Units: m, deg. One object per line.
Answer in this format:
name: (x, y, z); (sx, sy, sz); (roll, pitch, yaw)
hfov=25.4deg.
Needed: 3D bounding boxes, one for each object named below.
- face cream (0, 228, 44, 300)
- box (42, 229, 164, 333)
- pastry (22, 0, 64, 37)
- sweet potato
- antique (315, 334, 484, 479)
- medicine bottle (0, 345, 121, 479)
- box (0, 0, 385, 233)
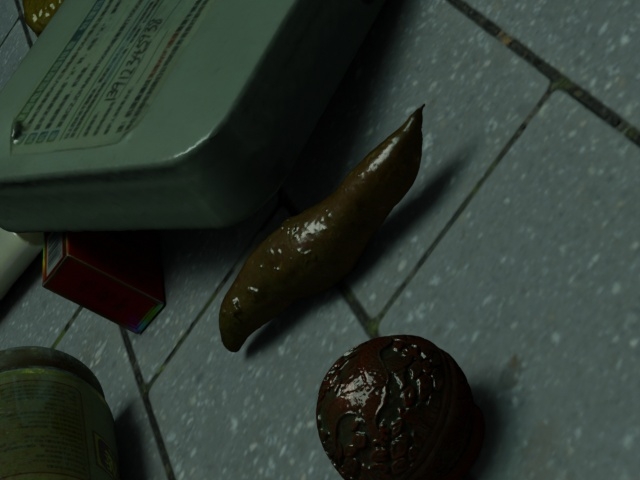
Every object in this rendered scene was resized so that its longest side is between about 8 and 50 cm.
face cream: (-0.448, 0.060, 1.754); (0.348, 0.081, 0.173); (-46, 30, 25)
box: (-0.214, 0.002, 1.382); (0.048, 0.112, 0.175); (-48, 28, 23)
pastry: (-0.291, -0.340, 1.830); (0.240, 0.132, 0.235); (-35, 35, 41)
sweet potato: (0.000, 0.000, 1.074); (0.274, 0.067, 0.067); (-45, 30, 32)
antique: (0.044, 0.105, 0.858); (0.104, 0.104, 0.104); (-40, 33, 33)
medicine bottle: (-0.232, 0.230, 1.144); (0.151, 0.151, 0.322); (-50, 28, 18)
box: (-0.123, -0.184, 1.303); (0.396, 0.111, 0.396); (0, 51, 45)
